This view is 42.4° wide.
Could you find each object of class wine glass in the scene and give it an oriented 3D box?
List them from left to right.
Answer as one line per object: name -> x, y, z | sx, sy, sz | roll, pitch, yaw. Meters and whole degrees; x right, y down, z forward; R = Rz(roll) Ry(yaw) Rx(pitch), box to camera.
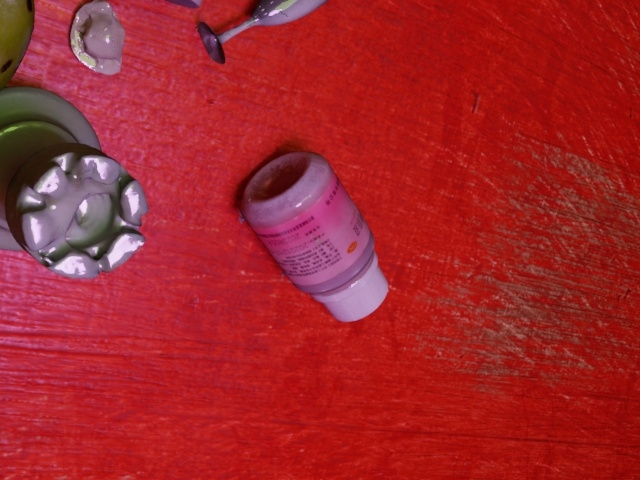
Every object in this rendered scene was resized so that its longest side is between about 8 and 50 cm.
wine glass -> -0.066, -0.307, 1.097 | 0.198, 0.066, 0.066 | -35, 120, -20

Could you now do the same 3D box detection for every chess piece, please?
chess piece -> -0.292, -0.056, 0.876 | 0.194, 0.299, 0.195 | -11, 110, -31

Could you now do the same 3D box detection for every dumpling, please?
dumpling -> -0.268, -0.245, 0.999 | 0.076, 0.057, 0.052 | 80, 19, -51

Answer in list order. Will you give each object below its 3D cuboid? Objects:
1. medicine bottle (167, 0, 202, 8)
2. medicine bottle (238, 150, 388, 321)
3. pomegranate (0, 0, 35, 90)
medicine bottle -> -0.150, -0.411, 0.967 | 0.131, 0.131, 0.250 | 17, 94, -36
medicine bottle -> 0.000, 0.000, 1.183 | 0.147, 0.147, 0.247 | -44, 123, -15
pomegranate -> -0.386, -0.270, 0.828 | 0.231, 0.230, 0.286 | 44, 49, -34
